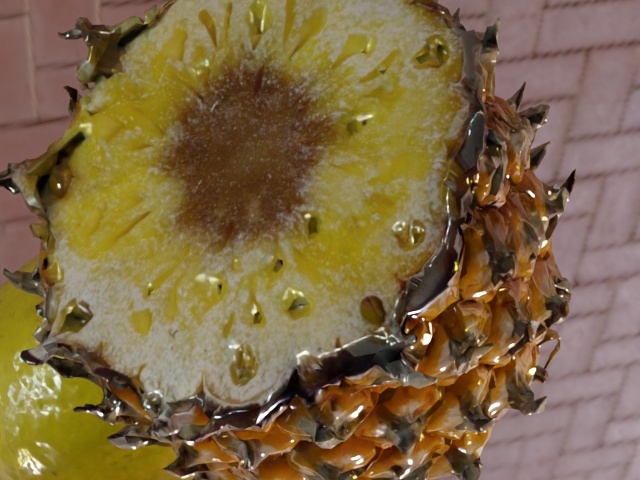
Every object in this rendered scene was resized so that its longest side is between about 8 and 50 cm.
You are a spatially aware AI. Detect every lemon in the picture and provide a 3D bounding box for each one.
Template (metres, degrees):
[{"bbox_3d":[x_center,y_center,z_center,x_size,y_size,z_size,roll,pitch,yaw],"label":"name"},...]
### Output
[{"bbox_3d":[-0.175,0.115,1.230,0.260,0.260,0.284,7,167,-30],"label":"lemon"}]

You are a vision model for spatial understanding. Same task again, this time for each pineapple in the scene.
[{"bbox_3d":[-0.003,0.002,0.903,0.352,0.352,0.300,-28,156,7],"label":"pineapple"}]
